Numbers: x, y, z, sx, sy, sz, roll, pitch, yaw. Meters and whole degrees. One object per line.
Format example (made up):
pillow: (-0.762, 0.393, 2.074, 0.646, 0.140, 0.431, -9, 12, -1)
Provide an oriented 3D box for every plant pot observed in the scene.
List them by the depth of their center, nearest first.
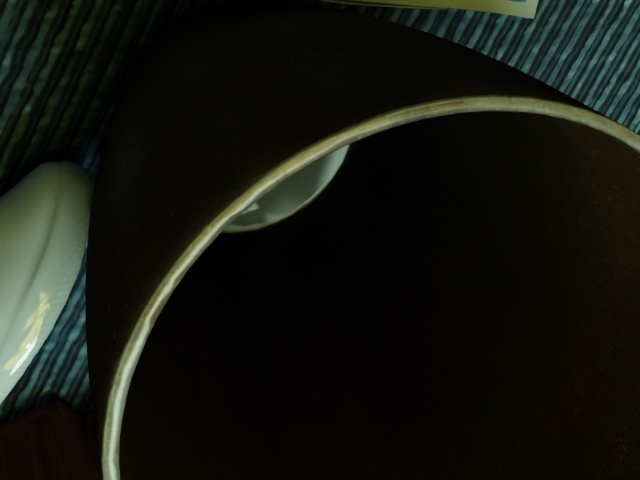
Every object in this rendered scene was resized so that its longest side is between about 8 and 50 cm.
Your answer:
plant pot: (0.000, 0.000, 0.640, 0.215, 0.230, 0.215, -10, 121, -16)

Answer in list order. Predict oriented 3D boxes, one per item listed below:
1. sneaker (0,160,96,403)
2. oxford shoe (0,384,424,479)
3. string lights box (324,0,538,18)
sneaker: (-0.177, 0.041, 0.695, 0.094, 0.080, 0.212, 36, 101, -18)
oxford shoe: (-0.020, 0.111, 0.772, 0.348, 0.123, 0.130, -20, 128, 2)
string lights box: (0.037, -0.218, 0.625, 0.133, 0.077, 0.259, 2, 117, -21)
